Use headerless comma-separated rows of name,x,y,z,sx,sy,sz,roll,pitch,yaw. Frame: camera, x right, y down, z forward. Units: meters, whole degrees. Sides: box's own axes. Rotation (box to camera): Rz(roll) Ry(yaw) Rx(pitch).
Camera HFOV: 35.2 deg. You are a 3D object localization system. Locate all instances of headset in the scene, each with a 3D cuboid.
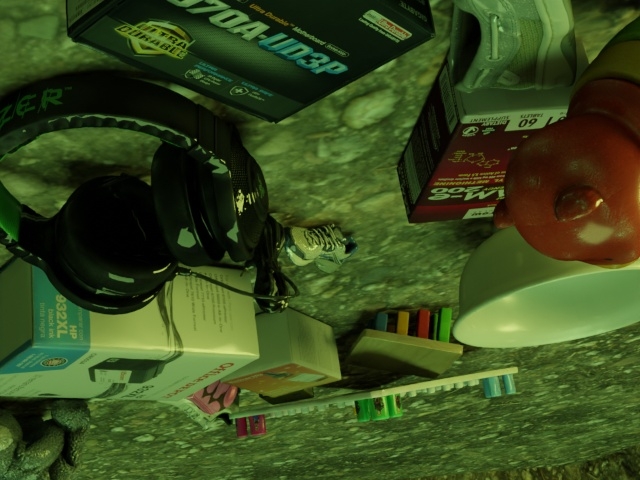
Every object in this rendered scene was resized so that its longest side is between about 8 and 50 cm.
headset,-0.154,-0.038,0.992,0.243,0.185,0.394,-24,139,25

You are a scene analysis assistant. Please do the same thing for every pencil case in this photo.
pencil case,-0.193,0.226,1.641,0.095,0.098,0.209,-11,159,6

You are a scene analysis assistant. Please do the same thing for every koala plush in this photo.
koala plush,-0.550,0.369,1.775,0.196,0.203,0.221,-24,142,33

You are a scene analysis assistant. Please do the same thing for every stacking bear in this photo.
stacking bear,0.260,-0.083,0.772,0.289,0.164,0.175,-35,-162,-23

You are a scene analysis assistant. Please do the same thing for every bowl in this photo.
bowl,0.302,0.031,1.284,0.297,0.134,0.298,-7,158,-3

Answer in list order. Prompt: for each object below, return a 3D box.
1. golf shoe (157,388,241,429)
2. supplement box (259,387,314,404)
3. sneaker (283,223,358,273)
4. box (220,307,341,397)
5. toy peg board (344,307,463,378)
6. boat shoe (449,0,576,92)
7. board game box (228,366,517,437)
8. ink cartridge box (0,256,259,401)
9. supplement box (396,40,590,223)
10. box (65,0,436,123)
golf shoe,-0.221,0.300,1.835,0.176,0.086,0.069,8,155,-32
supplement box,-0.063,0.257,1.824,0.083,0.056,0.083,-12,158,10
sneaker,0.000,0.000,1.220,0.058,0.052,0.135,-30,159,23
box,-0.065,0.177,1.574,0.130,0.091,0.170,-18,157,23
toy peg board,0.135,0.157,1.648,0.160,0.079,0.161,11,156,-6
boat shoe,0.117,-0.181,0.707,0.103,0.118,0.320,-13,167,14
board game box,0.099,0.296,1.836,0.390,0.050,0.389,-1,169,-44
ink cartridge box,-0.266,0.117,1.289,0.307,0.129,0.223,8,153,-37
supplement box,0.164,-0.098,0.988,0.130,0.073,0.239,-5,159,-9
box,-0.048,-0.171,0.749,0.175,0.051,0.220,-24,154,34
